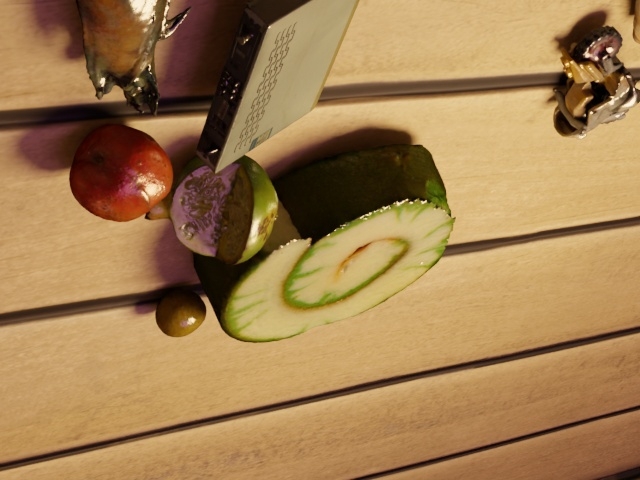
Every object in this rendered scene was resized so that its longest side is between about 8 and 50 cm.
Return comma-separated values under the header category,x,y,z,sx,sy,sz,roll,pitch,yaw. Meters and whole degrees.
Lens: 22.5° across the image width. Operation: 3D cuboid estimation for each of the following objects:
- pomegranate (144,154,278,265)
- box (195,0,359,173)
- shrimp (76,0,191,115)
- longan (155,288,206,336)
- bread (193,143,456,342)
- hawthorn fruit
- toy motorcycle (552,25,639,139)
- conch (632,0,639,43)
category,x,y,z,sx,sy,sz,roll,pitch,yaw
pomegranate,-0.134,-0.048,2.060,0.122,0.169,0.143,-56,150,-54
box,-0.047,-0.209,1.875,0.211,0.045,0.270,-36,162,-34
shrimp,-0.144,-0.284,1.668,0.272,0.085,0.445,-22,151,-27
longan,-0.200,0.107,2.325,0.075,0.075,0.083,-32,152,6
bread,0.000,0.000,2.266,0.366,0.129,0.382,-41,151,29
hawthorn fruit,-0.239,-0.079,1.897,0.128,0.128,0.128,-23,154,-12
toy motorcycle,0.386,-0.216,2.307,0.130,0.094,0.229,-29,150,3
conch,0.474,-0.345,2.163,0.158,0.127,0.255,-55,-171,-26
